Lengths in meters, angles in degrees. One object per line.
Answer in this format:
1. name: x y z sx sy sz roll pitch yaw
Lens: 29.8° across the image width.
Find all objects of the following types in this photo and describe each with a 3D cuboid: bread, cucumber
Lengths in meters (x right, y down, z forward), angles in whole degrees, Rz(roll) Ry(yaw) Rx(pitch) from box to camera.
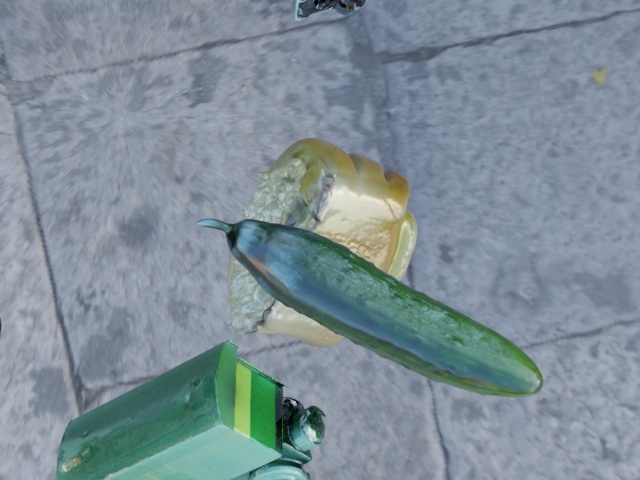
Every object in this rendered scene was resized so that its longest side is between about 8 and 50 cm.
1. bread: 0.000 0.000 1.810 0.270 0.211 0.316 10 115 -38
2. cucumber: 0.030 0.042 0.793 0.250 0.056 0.056 28 91 8

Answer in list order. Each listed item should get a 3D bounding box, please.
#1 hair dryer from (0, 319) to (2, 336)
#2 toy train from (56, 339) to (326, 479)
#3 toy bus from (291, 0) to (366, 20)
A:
1. hair dryer: -0.360 0.050 1.212 0.070 0.248 0.114 33 120 -24
2. toy train: -0.145 0.243 1.380 0.301 0.120 0.202 -28 133 28
3. toy bus: 0.072 -0.429 1.704 0.276 0.133 0.165 -17 72 -13
